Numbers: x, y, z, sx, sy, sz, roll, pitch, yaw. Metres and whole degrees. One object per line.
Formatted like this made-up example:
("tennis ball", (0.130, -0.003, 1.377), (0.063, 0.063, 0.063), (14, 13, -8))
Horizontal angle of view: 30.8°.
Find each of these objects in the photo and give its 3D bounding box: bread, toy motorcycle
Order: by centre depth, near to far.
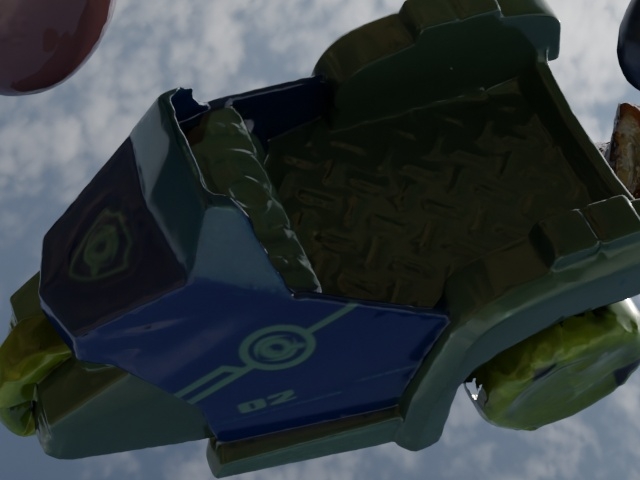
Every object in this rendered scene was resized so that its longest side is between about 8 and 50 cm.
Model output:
("toy motorcycle", (0.000, 0.000, 0.547), (0.326, 0.200, 0.191), (-16, -121, -18))
("bread", (0.258, -0.026, 1.006), (0.095, 0.269, 0.140), (-7, -97, -5))

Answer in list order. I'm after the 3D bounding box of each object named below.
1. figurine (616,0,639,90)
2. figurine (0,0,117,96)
("figurine", (0.176, 0.010, 0.279), (0.283, 0.204, 0.338), (-33, -128, 18))
("figurine", (-0.184, -0.197, 0.401), (0.269, 0.261, 0.211), (-9, -131, -14))
